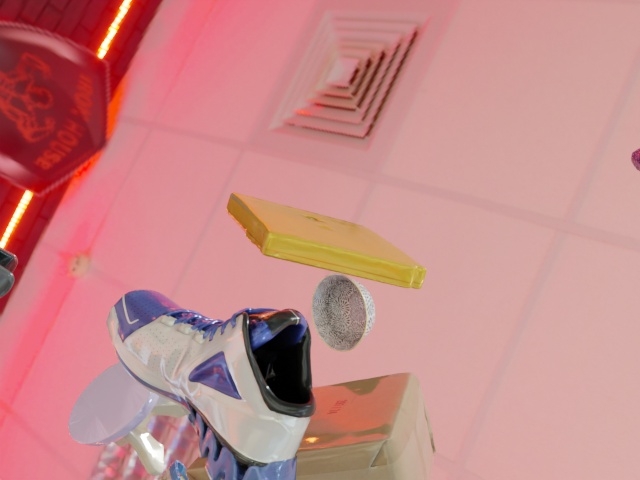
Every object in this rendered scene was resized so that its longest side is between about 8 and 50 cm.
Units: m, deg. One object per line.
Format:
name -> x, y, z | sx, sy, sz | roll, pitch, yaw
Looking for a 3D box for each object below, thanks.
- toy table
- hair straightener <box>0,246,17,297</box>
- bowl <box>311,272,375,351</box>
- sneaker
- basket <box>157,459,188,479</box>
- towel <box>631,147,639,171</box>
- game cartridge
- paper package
toy table -> -0.412, 0.385, 1.763 | 0.274, 0.161, 0.252 | -20, -128, 31
hair straightener -> -0.396, -0.013, 0.760 | 0.047, 0.230, 0.089 | -41, -147, 7
bowl -> 0.066, 0.151, 1.704 | 0.170, 0.080, 0.170 | 6, -81, 47
sneaker -> -0.102, 0.128, 0.903 | 0.315, 0.127, 0.182 | 41, -67, 34
basket -> -0.272, 0.621, 1.845 | 0.289, 0.201, 0.255 | -34, -153, -11
towel -> 0.573, -0.100, 1.092 | 0.228, 0.308, 0.076 | 8, -76, 11
game cartridge -> 0.000, 0.000, 1.367 | 0.324, 0.285, 0.052 | -136, -119, -68
paper package -> 0.001, 0.338, 1.179 | 0.309, 0.325, 0.168 | -12, -85, 13
